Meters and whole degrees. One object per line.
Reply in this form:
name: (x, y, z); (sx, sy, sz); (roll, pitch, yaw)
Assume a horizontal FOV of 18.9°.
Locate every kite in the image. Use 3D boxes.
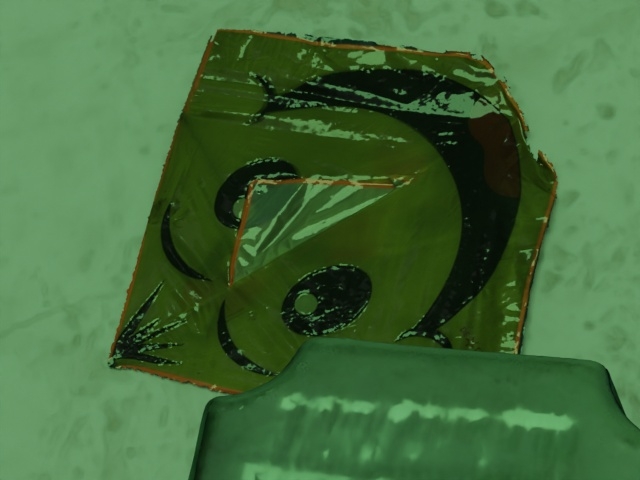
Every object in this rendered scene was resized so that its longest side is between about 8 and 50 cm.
kite: (-0.001, -0.001, 1.281); (0.327, 0.013, 0.377); (-29, 62, -3)

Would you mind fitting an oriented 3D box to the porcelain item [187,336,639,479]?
porcelain item: (0.062, 0.208, 1.072); (0.286, 0.157, 0.281); (3, 61, 15)
